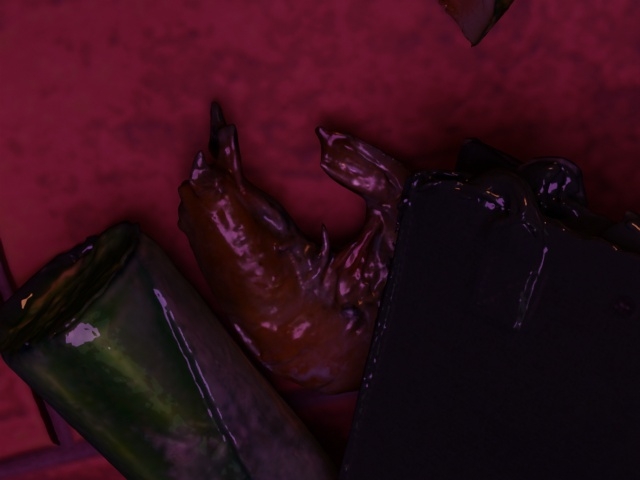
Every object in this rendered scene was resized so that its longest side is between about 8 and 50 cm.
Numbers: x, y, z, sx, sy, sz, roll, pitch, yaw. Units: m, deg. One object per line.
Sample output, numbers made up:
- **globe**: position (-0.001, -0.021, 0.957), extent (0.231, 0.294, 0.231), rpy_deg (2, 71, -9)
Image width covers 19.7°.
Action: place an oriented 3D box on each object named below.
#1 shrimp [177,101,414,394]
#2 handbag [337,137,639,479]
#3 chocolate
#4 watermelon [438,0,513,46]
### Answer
- **shrimp**: position (-0.002, -0.001, 0.992), extent (0.132, 0.051, 0.187), rpy_deg (-39, 116, -2)
- **handbag**: position (0.136, 0.103, 0.923), extent (0.247, 0.079, 0.260), rpy_deg (25, 119, 23)
- **chocolate**: position (-0.049, 0.123, 1.018), extent (0.110, 0.110, 0.291), rpy_deg (-34, 113, 15)
- **watermelon**: position (0.062, -0.173, 0.891), extent (0.087, 0.069, 0.163), rpy_deg (-35, 108, 14)
